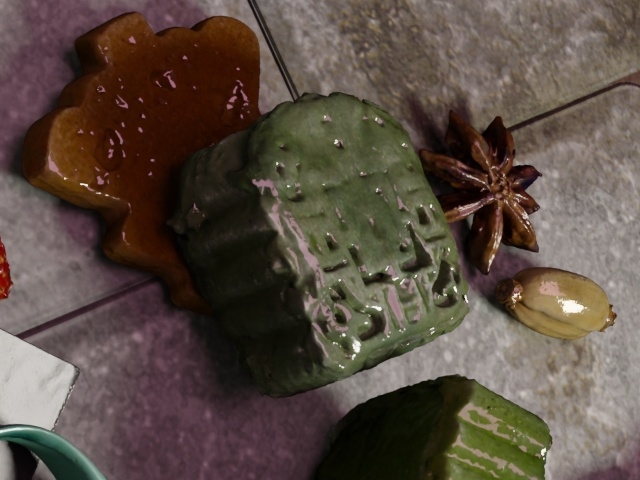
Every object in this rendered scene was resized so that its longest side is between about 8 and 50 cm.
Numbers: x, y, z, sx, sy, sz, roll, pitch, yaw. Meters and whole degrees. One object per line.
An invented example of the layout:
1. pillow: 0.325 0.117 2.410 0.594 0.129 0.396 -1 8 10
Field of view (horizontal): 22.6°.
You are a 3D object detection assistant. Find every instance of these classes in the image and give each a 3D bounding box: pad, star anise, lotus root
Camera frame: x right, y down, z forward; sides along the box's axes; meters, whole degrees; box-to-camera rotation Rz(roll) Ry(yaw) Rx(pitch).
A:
1. pad: -0.265 0.109 1.147 0.193 0.004 0.116 34 75 -40
2. star anise: 0.158 -0.048 1.546 0.168 0.057 0.168 15 64 -33
3. lotus root: 0.233 0.060 1.552 0.150 0.073 0.062 17 52 -33

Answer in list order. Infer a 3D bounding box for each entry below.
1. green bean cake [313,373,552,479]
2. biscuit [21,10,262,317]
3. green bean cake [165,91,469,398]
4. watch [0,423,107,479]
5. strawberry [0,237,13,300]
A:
1. green bean cake: 0.076 0.220 1.283 0.113 0.214 0.200 28 58 -22
2. biscuit: -0.112 -0.048 1.348 0.278 0.043 0.301 -33 97 -43
3. green bean cake: 0.000 0.000 1.319 0.222 0.125 0.227 -19 83 -44
4. watch: -0.220 0.249 1.126 0.195 0.068 0.237 21 69 -37
5. strawberry: -0.308 -0.013 1.157 0.208 0.087 0.167 -9 78 -41
